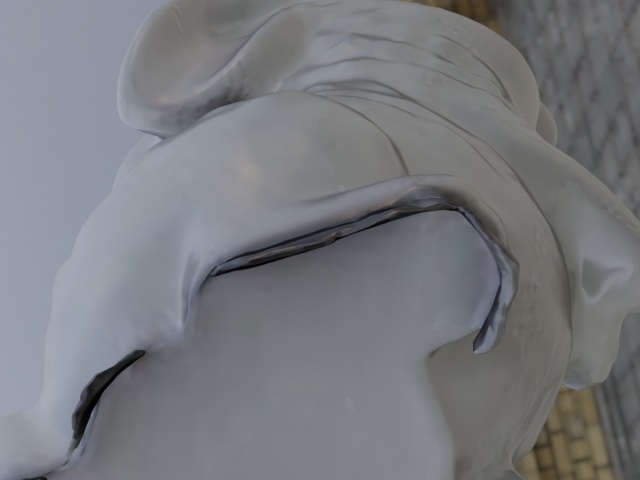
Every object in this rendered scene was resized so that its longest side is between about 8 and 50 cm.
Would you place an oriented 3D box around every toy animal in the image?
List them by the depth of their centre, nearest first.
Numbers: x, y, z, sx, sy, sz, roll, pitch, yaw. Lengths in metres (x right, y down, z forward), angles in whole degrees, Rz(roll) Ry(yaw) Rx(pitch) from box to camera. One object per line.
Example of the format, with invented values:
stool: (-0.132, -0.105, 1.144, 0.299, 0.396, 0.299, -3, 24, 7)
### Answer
toy animal: (0.000, 0.000, 0.691, 0.357, 0.258, 0.194, -87, -4, -63)
